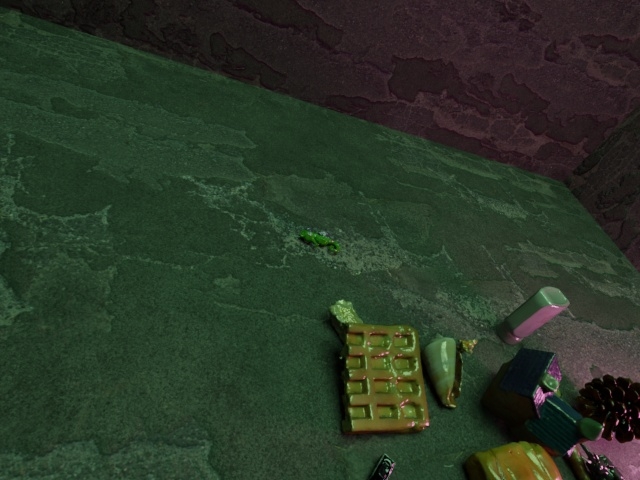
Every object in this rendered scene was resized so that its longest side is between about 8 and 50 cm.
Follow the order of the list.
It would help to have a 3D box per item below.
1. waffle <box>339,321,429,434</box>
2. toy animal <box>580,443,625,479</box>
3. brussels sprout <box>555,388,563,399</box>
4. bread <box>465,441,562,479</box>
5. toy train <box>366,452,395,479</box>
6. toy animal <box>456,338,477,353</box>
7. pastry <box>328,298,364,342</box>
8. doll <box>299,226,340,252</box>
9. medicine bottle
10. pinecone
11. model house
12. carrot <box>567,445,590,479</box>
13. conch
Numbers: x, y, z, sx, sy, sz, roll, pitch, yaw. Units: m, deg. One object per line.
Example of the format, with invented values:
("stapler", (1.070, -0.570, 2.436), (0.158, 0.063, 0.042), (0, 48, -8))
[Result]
("waffle", (0.203, 0.429, 1.325), (0.304, 0.077, 0.348), (9, 64, -25))
("toy animal", (0.963, 0.793, 1.400), (0.269, 0.082, 0.137), (45, 15, -21))
("brussels sprout", (0.928, 0.616, 1.653), (0.085, 0.058, 0.085), (13, 59, -23))
("bread", (0.602, 0.728, 1.285), (0.295, 0.132, 0.166), (5, 39, -25))
("toy train", (0.139, 0.676, 1.128), (0.043, 0.047, 0.207), (39, 41, 13))
("toy animal", (0.588, 0.423, 1.654), (0.083, 0.060, 0.081), (12, 3, -18))
("pastry", (0.119, 0.326, 1.452), (0.122, 0.089, 0.258), (-14, 54, -45))
("doll", (0.000, 0.000, 1.758), (0.190, 0.050, 0.115), (18, 37, -16))
("medicine bottle", (0.880, 0.319, 1.747), (0.161, 0.296, 0.111), (1, 46, -28))
("pinecone", (1.113, 0.647, 1.587), (0.264, 0.264, 0.264), (16, 41, -15))
("model house", (0.759, 0.540, 1.403), (0.312, 0.280, 0.245), (39, 58, 21))
("carrot", (0.887, 0.746, 1.489), (0.078, 0.078, 0.298), (2, 53, -29))
("conch", (0.427, 0.460, 1.495), (0.158, 0.127, 0.255), (37, 54, -39))
